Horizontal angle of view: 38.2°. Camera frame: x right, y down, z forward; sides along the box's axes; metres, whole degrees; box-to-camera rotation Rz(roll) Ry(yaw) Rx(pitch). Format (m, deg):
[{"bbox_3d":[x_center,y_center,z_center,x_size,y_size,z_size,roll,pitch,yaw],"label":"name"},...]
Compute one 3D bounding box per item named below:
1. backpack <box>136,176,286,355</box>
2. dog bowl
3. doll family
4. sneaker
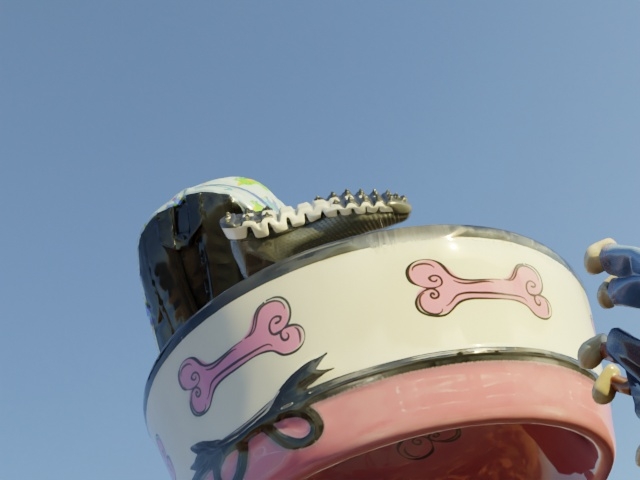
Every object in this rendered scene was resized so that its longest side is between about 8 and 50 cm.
[{"bbox_3d":[-0.125,0.085,1.365,0.290,0.273,0.355,-20,-74,26],"label":"backpack"},{"bbox_3d":[0.061,0.174,0.787,0.408,0.150,0.408,-10,-39,-9],"label":"dog bowl"},{"bbox_3d":[0.196,0.072,0.447,0.076,0.111,0.193,-48,-62,-14],"label":"doll family"},{"bbox_3d":[0.000,0.000,1.138,0.234,0.078,0.106,-10,-75,1],"label":"sneaker"}]
